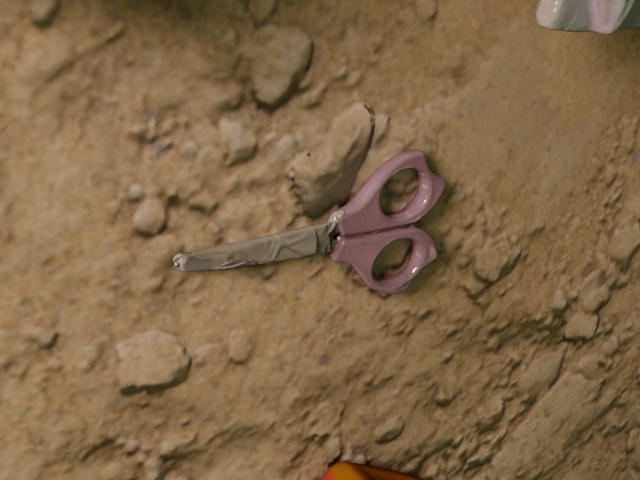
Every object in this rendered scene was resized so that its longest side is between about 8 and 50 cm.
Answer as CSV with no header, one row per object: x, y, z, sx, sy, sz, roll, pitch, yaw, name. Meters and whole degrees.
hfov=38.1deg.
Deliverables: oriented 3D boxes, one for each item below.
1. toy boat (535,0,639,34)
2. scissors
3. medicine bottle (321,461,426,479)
0.179,-0.275,0.556,0.199,0.100,0.290,-9,118,-33,toy boat
0.000,0.000,0.624,0.212,0.021,0.110,-11,118,-33,scissors
0.029,0.303,0.747,0.149,0.112,0.222,25,97,-42,medicine bottle
